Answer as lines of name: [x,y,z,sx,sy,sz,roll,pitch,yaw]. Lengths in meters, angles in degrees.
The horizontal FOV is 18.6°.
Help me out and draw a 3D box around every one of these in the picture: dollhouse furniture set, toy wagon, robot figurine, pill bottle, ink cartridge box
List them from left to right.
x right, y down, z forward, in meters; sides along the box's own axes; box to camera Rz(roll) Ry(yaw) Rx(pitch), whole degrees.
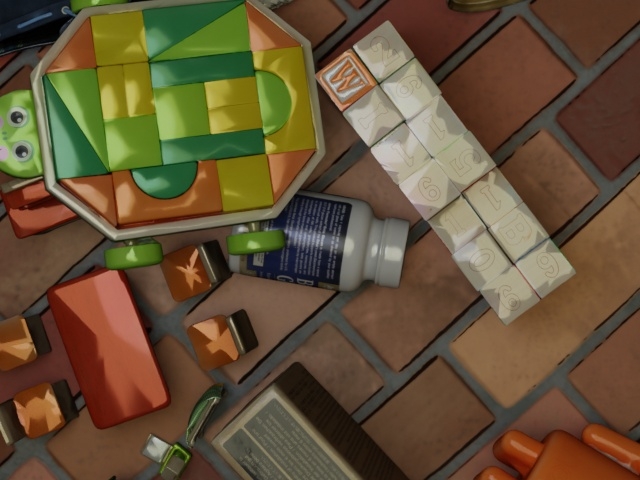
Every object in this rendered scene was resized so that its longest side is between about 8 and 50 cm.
dollhouse furniture set: [-0.227,0.055,1.928,0.262,0.135,0.259,-21,90,4]
toy wagon: [-0.172,-0.108,1.838,0.344,0.068,0.267,-7,88,-11]
dollhouse furniture set: [-0.155,0.200,1.957,0.058,0.076,0.151,30,94,2]
pill bottle: [0.000,0.000,1.931,0.169,0.094,0.094,10,92,4]
ink cartridge box: [0.002,0.220,1.867,0.088,0.235,0.193,-42,88,4]
robot figurine: [0.256,0.271,1.904,0.219,0.158,0.128,31,126,3]

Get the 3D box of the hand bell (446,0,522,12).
hand bell: [0.152,-0.359,1.920,0.126,0.126,0.242,-16,78,4]

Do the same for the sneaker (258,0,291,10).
sneaker: [-0.052,-0.252,1.949,0.061,0.054,0.152,36,93,0]

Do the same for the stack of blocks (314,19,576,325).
stack of blocks: [0.122,-0.063,1.883,0.087,0.171,0.297,-37,89,4]

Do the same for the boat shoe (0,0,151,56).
boat shoe: [-0.237,-0.216,1.945,0.258,0.109,0.089,-7,72,18]
